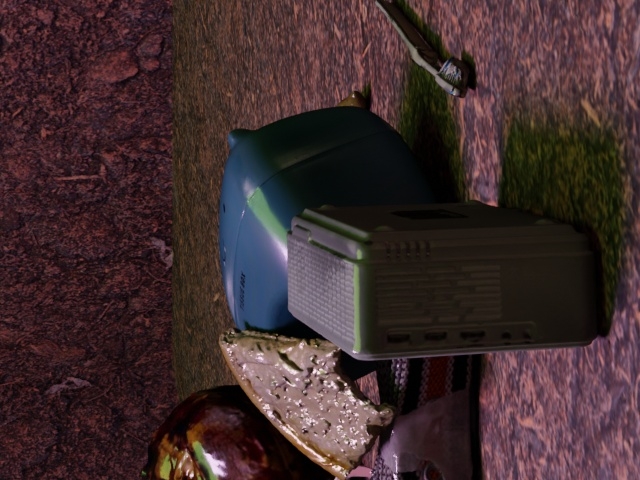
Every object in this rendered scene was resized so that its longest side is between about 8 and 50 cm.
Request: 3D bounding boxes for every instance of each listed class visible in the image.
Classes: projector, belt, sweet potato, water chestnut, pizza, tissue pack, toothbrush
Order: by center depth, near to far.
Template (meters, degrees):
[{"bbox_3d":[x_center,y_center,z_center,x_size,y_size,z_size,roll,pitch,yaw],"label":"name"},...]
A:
[{"bbox_3d":[0.088,0.024,1.285,0.257,0.192,0.099,-158,67,-77],"label":"projector"},{"bbox_3d":[0.100,0.162,1.549,0.126,0.094,0.359,-126,30,-61],"label":"belt"},{"bbox_3d":[0.094,-0.188,1.568,0.294,0.026,0.028,-122,47,-66],"label":"toothbrush"},{"bbox_3d":[-0.004,0.157,1.570,0.181,0.034,0.262,56,155,-12],"label":"pizza"},{"bbox_3d":[0.000,0.000,1.644,0.206,0.198,0.287,57,160,28],"label":"tissue pack"},{"bbox_3d":[0.031,-0.130,1.893,0.153,0.038,0.041,98,-175,-57],"label":"sweet potato"},{"bbox_3d":[-0.122,0.350,2.172,0.335,0.347,0.335,166,90,-72],"label":"water chestnut"}]

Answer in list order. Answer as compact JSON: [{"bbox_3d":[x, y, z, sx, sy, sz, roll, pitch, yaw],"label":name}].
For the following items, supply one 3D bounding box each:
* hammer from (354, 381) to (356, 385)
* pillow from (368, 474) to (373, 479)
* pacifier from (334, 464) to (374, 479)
[{"bbox_3d":[0.033,0.160,2.100,0.110,0.019,0.035,-116,22,-47],"label":"hammer"},{"bbox_3d":[0.072,0.358,1.762,0.250,0.106,0.186,109,154,-56],"label":"pillow"},{"bbox_3d":[0.048,0.314,1.975,0.078,0.081,0.099,-34,-58,-70],"label":"pacifier"}]
